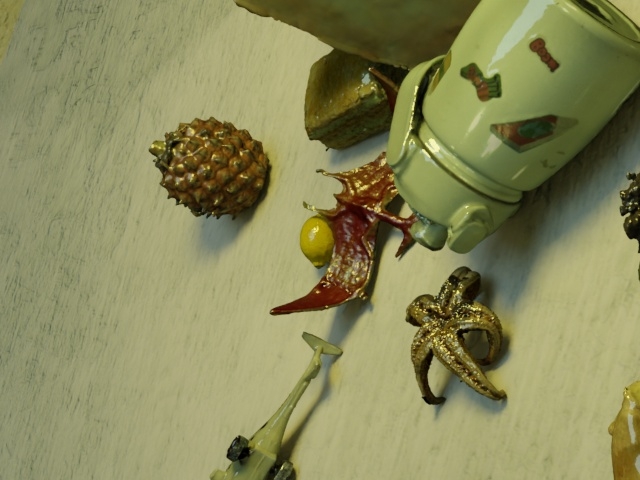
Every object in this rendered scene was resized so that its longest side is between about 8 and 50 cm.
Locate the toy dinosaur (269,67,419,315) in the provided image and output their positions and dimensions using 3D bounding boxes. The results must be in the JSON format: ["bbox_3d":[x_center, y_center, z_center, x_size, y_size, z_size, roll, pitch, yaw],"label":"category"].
[{"bbox_3d":[0.038,-0.043,1.902,0.327,0.113,0.206,-45,54,15],"label":"toy dinosaur"}]

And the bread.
[{"bbox_3d":[0.053,-0.220,2.026,0.196,0.102,0.138,-19,53,50],"label":"bread"}]

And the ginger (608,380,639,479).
[{"bbox_3d":[0.330,0.345,1.305,0.363,0.122,0.348,-61,31,19],"label":"ginger"}]

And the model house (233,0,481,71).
[{"bbox_3d":[0.082,-0.535,1.834,0.445,0.395,0.400,124,160,-46],"label":"model house"}]

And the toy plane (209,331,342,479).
[{"bbox_3d":[-0.066,0.263,1.926,0.286,0.092,0.108,-59,9,15],"label":"toy plane"}]

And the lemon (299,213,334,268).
[{"bbox_3d":[0.000,0.000,2.003,0.062,0.062,0.083,-9,77,52],"label":"lemon"}]

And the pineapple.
[{"bbox_3d":[-0.186,-0.119,2.215,0.166,0.193,0.166,-40,41,46],"label":"pineapple"}]

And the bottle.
[{"bbox_3d":[0.215,-0.151,1.670,0.351,0.229,0.229,-54,35,24],"label":"bottle"}]

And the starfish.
[{"bbox_3d":[0.161,0.128,1.696,0.146,0.074,0.190,-43,42,23],"label":"starfish"}]

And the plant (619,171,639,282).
[{"bbox_3d":[0.365,0.005,1.481,0.087,0.085,0.174,117,151,-54],"label":"plant"}]
